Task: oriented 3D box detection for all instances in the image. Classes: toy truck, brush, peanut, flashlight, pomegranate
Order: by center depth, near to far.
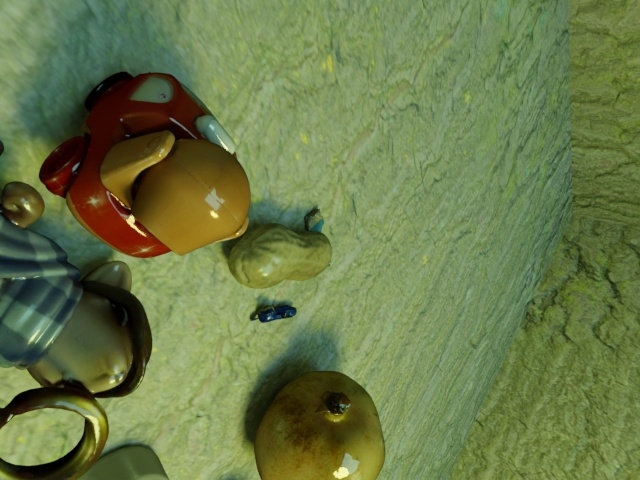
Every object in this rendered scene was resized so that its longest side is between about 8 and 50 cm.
[{"bbox_3d":[-0.180,-0.096,0.550,0.189,0.239,0.265,52,40,-46],"label":"toy truck"},{"bbox_3d":[-0.067,0.025,0.867,0.257,0.123,0.123,-8,112,-50],"label":"peanut"},{"bbox_3d":[-0.096,0.155,0.951,0.121,0.057,0.035,2,66,-56],"label":"flashlight"},{"bbox_3d":[0.003,0.445,0.991,0.319,0.319,0.319,-23,122,-42],"label":"pomegranate"},{"bbox_3d":[0.000,0.000,1.012,0.051,0.014,0.164,-43,135,-27],"label":"brush"}]

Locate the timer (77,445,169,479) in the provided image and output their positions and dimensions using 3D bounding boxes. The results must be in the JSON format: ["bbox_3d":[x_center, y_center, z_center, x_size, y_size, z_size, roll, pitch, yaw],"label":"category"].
[{"bbox_3d":[-0.273,0.479,0.697,0.175,0.266,0.175,-23,122,-43],"label":"timer"}]

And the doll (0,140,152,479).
[{"bbox_3d":[-0.347,0.085,0.488,0.340,0.209,0.318,48,62,-45],"label":"doll"}]
